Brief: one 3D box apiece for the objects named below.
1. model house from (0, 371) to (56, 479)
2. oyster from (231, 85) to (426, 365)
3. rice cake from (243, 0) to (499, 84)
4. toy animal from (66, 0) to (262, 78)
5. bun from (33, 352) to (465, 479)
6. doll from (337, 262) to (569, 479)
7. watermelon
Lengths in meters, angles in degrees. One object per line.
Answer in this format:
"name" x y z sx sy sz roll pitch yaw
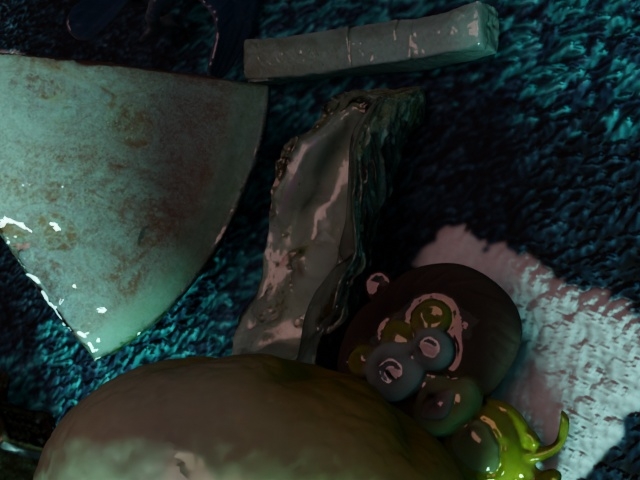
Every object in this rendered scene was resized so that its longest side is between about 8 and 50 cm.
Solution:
"model house" -0.326 0.200 0.887 0.165 0.106 0.152 5 60 -3
"oyster" -0.003 -0.001 0.746 0.199 0.087 0.252 -41 33 41
"rice cake" 0.035 -0.166 0.806 0.245 0.042 0.045 0 89 31
"toy animal" -0.149 -0.280 0.897 0.176 0.239 0.255 -48 6 42
"bun" -0.027 0.168 0.599 0.298 0.299 0.165 -1 47 32
"doll" 0.095 0.097 0.649 0.188 0.096 0.145 32 99 26
"watermelon" -0.204 -0.104 0.826 0.250 0.293 0.283 -37 51 -19
